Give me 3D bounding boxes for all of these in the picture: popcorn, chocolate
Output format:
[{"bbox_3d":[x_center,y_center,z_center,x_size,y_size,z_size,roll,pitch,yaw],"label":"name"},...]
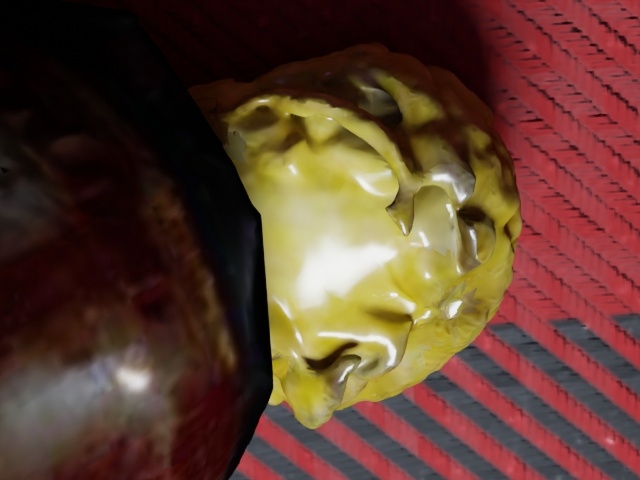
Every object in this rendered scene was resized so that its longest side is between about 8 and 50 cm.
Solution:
[{"bbox_3d":[0.000,0.000,1.157,0.250,0.190,0.250,5,120,9],"label":"popcorn"},{"bbox_3d":[-0.265,0.068,1.039,0.383,0.331,0.384,18,118,37],"label":"chocolate"}]
